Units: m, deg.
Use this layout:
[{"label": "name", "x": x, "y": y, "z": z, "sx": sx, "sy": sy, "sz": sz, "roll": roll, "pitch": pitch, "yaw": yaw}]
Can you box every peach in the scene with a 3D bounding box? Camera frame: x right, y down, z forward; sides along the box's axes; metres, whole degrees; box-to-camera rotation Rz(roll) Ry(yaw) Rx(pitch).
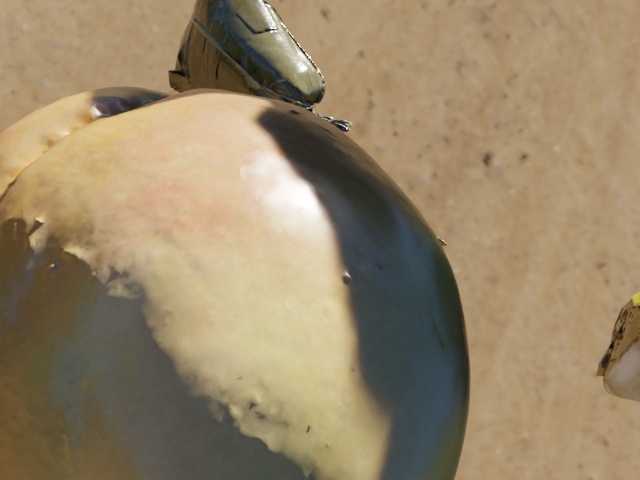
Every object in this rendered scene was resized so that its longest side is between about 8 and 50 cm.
[{"label": "peach", "x": -0.043, "y": 0.037, "z": 0.462, "sx": 0.184, "sy": 0.184, "sz": 0.184, "roll": 32, "pitch": 43, "yaw": -35}]

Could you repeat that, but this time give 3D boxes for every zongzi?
[{"label": "zongzi", "x": -0.044, "y": -0.197, "z": 1.311, "sx": 0.081, "sy": 0.189, "sz": 0.178, "roll": 3, "pitch": 104, "yaw": -49}]

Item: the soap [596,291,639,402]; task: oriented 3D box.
[{"label": "soap", "x": 0.248, "y": -0.026, "z": 0.689, "sx": 0.089, "sy": 0.173, "sz": 0.274, "roll": 43, "pitch": 43, "yaw": 8}]

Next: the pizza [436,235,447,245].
[{"label": "pizza", "x": 0.000, "y": 0.000, "z": 1.645, "sx": 0.280, "sy": 0.075, "sz": 0.287, "roll": 23, "pitch": 32, "yaw": -2}]
